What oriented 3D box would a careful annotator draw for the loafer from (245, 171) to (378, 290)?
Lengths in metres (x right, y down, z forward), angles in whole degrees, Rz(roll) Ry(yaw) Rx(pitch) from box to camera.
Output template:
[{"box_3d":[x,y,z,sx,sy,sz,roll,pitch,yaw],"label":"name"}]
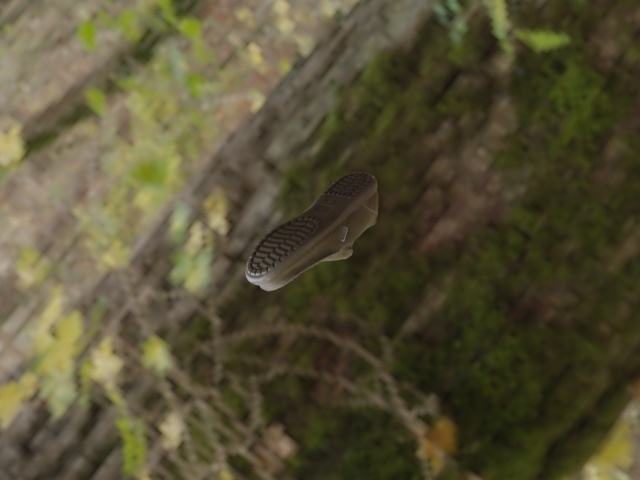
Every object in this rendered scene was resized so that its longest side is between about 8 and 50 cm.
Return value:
[{"box_3d":[0.000,0.000,1.604,0.056,0.148,0.050,18,141,53],"label":"loafer"}]
